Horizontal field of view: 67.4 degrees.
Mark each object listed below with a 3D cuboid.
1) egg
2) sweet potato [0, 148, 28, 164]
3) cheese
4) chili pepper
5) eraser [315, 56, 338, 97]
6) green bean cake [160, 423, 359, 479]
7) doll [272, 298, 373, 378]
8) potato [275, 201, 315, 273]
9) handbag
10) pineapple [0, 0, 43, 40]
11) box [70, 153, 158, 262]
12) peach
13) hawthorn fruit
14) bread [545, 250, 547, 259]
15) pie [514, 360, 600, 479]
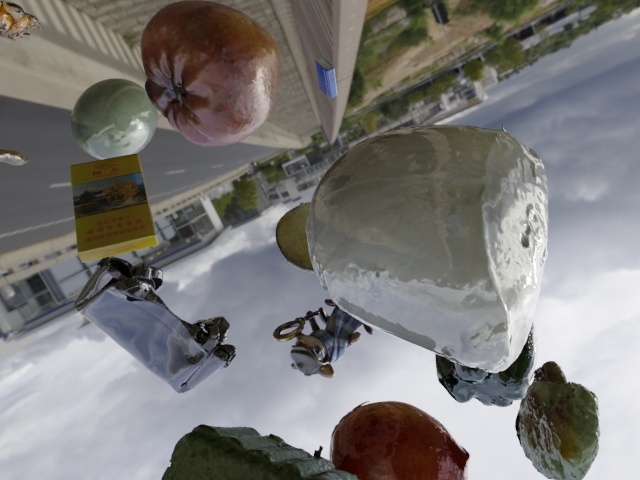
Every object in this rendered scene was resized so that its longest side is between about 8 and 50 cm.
[{"bbox_3d":[-0.704,-0.417,1.654,0.259,0.258,0.352,-22,-141,19],"label":"egg"},{"bbox_3d":[-0.781,-0.207,1.195,0.038,0.041,0.153,-54,-175,9],"label":"sweet potato"},{"bbox_3d":[0.081,-0.007,0.397,0.189,0.154,0.197,4,-122,29],"label":"cheese"},{"bbox_3d":[0.282,0.152,0.833,0.165,0.173,0.260,7,-138,12],"label":"chili pepper"},{"bbox_3d":[0.017,-0.419,1.237,0.027,0.063,0.084,-29,145,-11],"label":"eraser"},{"bbox_3d":[-0.106,0.488,0.783,0.320,0.218,0.334,14,-108,26],"label":"green bean cake"},{"bbox_3d":[0.012,0.376,1.910,0.318,0.209,0.340,19,-130,37],"label":"doll"},{"bbox_3d":[0.000,0.000,1.433,0.299,0.238,0.116,-15,161,-26],"label":"potato"},{"bbox_3d":[-0.297,0.149,0.879,0.257,0.285,0.113,-33,-164,52],"label":"handbag"},{"bbox_3d":[-0.674,-0.458,0.939,0.225,0.225,0.076,-110,-137,-80],"label":"pineapple"},{"bbox_3d":[-0.257,-0.046,0.592,0.087,0.155,0.023,-17,143,-14],"label":"box"},{"bbox_3d":[0.200,0.594,1.243,0.373,0.372,0.289,-27,159,-10],"label":"peach"},{"bbox_3d":[-0.283,-0.476,1.366,0.403,0.402,0.403,-25,-170,4],"label":"hawthorn fruit"},{"bbox_3d":[0.672,-0.011,1.548,0.114,0.189,0.077,-14,166,-24],"label":"bread"},{"bbox_3d":[0.590,0.461,1.202,0.274,0.106,0.256,-110,-138,-80],"label":"pie"}]
